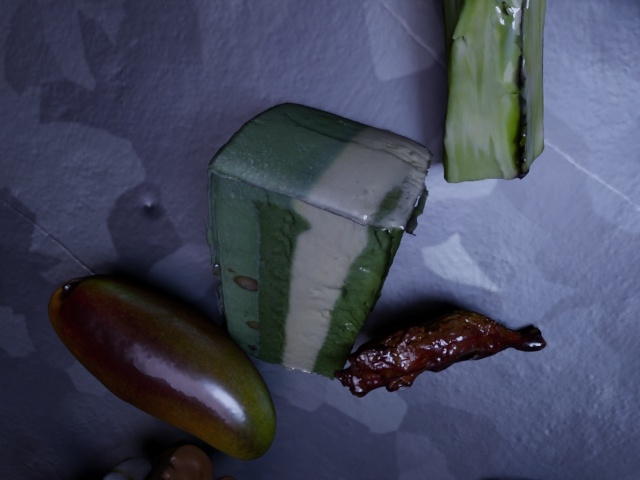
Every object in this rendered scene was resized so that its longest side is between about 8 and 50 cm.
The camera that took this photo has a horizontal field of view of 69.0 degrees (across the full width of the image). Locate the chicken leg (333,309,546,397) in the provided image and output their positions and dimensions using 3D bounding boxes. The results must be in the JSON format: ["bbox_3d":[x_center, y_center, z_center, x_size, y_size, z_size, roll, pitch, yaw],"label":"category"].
[{"bbox_3d":[0.119,0.104,0.453,0.219,0.048,0.089,-16,141,-5],"label":"chicken leg"}]

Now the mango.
[{"bbox_3d":[-0.156,0.127,0.485,0.267,0.111,0.133,35,131,0],"label":"mango"}]

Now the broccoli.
[{"bbox_3d":[0.129,-0.230,0.344,0.221,0.252,0.361,-5,138,13],"label":"broccoli"}]

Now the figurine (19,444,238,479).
[{"bbox_3d":[-0.245,0.355,0.530,0.382,0.186,0.261,-40,91,20],"label":"figurine"}]

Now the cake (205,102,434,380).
[{"bbox_3d":[-0.001,0.005,0.471,0.158,0.172,0.284,20,140,7],"label":"cake"}]
